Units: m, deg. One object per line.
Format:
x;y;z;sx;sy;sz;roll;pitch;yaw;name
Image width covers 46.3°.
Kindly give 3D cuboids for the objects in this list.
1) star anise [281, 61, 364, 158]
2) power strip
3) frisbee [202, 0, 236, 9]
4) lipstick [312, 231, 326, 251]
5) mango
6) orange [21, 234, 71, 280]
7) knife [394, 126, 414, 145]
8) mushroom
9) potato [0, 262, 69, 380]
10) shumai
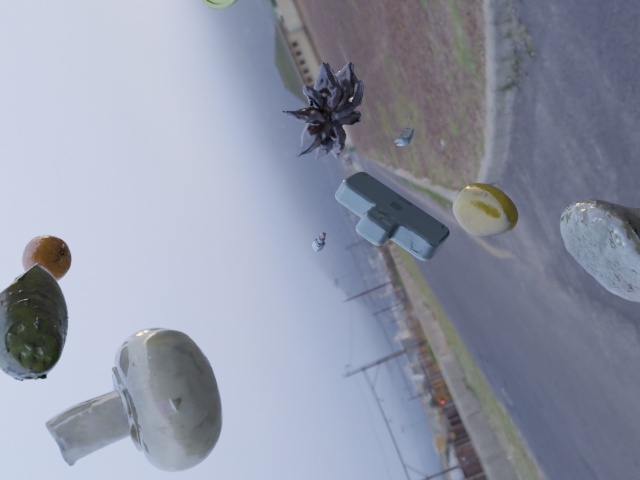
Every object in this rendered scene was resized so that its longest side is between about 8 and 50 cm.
0.015;-0.221;1.350;0.065;0.182;0.195;30;152;34;star anise
0.148;-0.048;1.673;0.265;0.059;0.193;36;-150;13;power strip
-0.241;-0.682;1.820;0.017;0.236;0.236;-10;-107;-45;frisbee
0.000;0.000;2.006;0.025;0.025;0.107;63;162;15;lipstick
0.405;-0.071;1.820;0.195;0.098;0.137;22;133;53;mango
-0.740;0.049;2.031;0.135;0.117;0.136;13;-112;-37;orange
0.226;-0.279;2.011;0.162;0.044;0.023;-58;-43;-68;knife
-0.368;0.345;1.507;0.314;0.336;0.314;55;161;31;mushroom
-0.597;0.159;1.516;0.176;0.141;0.298;49;-172;-37;potato
0.474;0.000;1.150;0.201;0.120;0.201;50;171;11;shumai
